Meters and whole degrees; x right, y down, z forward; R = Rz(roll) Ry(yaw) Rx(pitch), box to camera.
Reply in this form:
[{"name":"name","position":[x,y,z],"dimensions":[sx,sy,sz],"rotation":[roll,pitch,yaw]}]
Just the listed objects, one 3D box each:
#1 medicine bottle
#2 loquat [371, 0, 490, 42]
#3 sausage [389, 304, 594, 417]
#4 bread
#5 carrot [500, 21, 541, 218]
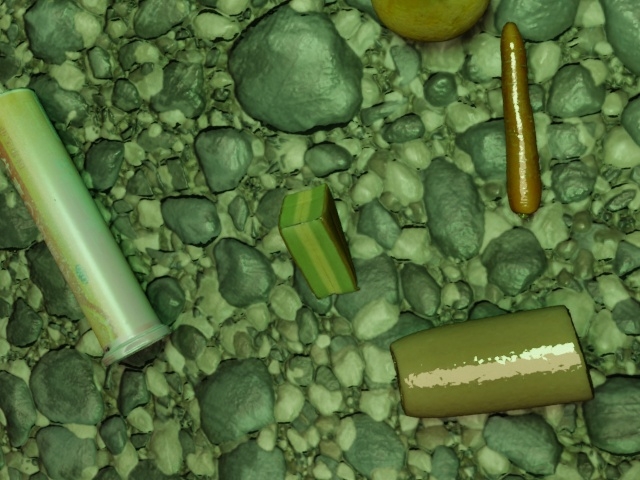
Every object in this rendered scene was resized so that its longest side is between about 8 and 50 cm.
[{"name":"medicine bottle","position":[-0.372,-0.022,1.112],"dimensions":[0.108,0.108,0.425],"rotation":[-30,87,19]},{"name":"loquat","position":[0.133,-0.311,0.893],"dimensions":[0.163,0.163,0.137],"rotation":[31,75,10]},{"name":"sausage","position":[0.207,0.161,0.951],"dimensions":[0.253,0.123,0.123],"rotation":[-14,94,18]},{"name":"bread","position":[0.002,0.004,1.047],"dimensions":[0.074,0.084,0.139],"rotation":[-17,124,18]},{"name":"carrot","position":[0.249,-0.150,0.935],"dimensions":[0.043,0.043,0.247],"rotation":[-5,95,17]}]
